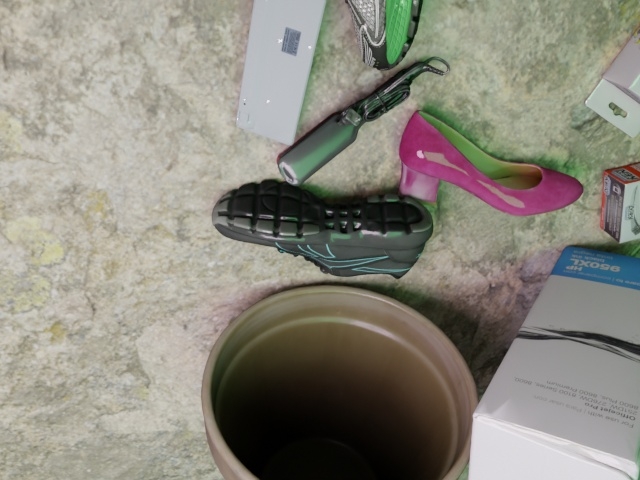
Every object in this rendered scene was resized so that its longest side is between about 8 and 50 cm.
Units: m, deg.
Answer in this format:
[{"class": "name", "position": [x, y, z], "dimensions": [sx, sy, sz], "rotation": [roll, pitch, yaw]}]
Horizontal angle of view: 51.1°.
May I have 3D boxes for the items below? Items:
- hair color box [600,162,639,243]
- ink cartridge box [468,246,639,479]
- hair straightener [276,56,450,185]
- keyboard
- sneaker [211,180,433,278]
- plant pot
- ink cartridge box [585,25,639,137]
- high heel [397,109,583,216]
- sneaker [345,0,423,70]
[{"class": "hair color box", "position": [0.476, -0.064, 0.917], "dimensions": [0.167, 0.053, 0.093], "rotation": [-13, 120, -7]}, {"class": "ink cartridge box", "position": [0.324, 0.226, 0.838], "dimensions": [0.166, 0.395, 0.285], "rotation": [13, 122, 29]}, {"class": "hair straightener", "position": [0.050, -0.137, 0.763], "dimensions": [0.230, 0.089, 0.047], "rotation": [-32, 104, 5]}, {"class": "keyboard", "position": [-0.039, -0.209, 0.690], "dimensions": [0.072, 0.014, 0.256], "rotation": [16, 135, -1]}, {"class": "sneaker", "position": [0.000, 0.000, 0.818], "dimensions": [0.267, 0.101, 0.106], "rotation": [7, 134, -4]}, {"class": "plant pot", "position": [0.009, 0.267, 0.865], "dimensions": [0.323, 0.323, 0.280], "rotation": [-2, 133, -12]}, {"class": "ink cartridge box", "position": [0.430, -0.215, 0.824], "dimensions": [0.104, 0.061, 0.181], "rotation": [25, 109, -23]}, {"class": "high heel", "position": [0.217, -0.100, 0.826], "dimensions": [0.244, 0.082, 0.117], "rotation": [5, 127, -1]}, {"class": "sneaker", "position": [0.019, -0.330, 0.654], "dimensions": [0.146, 0.134, 0.343], "rotation": [-10, 122, 16]}]
